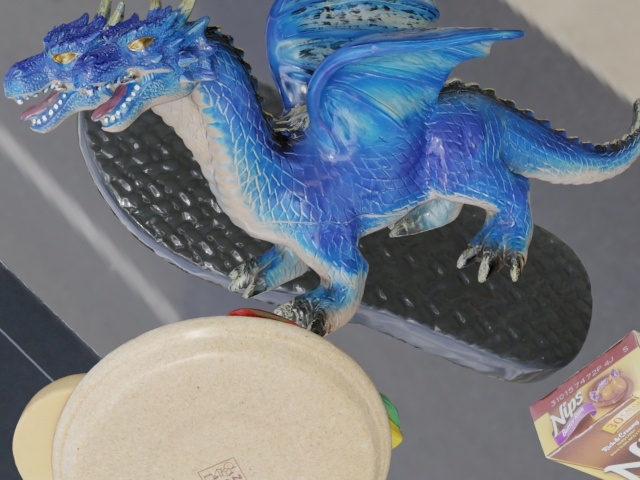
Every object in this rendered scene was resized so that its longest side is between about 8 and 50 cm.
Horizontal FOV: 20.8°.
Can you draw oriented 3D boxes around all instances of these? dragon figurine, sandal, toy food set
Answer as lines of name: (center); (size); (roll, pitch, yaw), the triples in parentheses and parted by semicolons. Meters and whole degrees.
dragon figurine: (0.027, -0.055, 0.684); (0.085, 0.289, 0.144); (-140, 39, -57)
sandal: (0.001, 0.003, 1.379); (0.445, 0.168, 0.107); (26, 152, -12)
toy food set: (-0.024, 0.051, 0.413); (0.082, 0.083, 0.020); (45, -163, -27)

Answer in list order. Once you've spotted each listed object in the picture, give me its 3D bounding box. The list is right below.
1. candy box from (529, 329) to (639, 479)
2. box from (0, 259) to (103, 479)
candy box: (0.262, 0.142, 1.330); (0.186, 0.109, 0.053); (24, -143, -37)
box: (-0.340, 0.173, 1.072); (0.293, 0.395, 0.212); (42, 143, 14)
